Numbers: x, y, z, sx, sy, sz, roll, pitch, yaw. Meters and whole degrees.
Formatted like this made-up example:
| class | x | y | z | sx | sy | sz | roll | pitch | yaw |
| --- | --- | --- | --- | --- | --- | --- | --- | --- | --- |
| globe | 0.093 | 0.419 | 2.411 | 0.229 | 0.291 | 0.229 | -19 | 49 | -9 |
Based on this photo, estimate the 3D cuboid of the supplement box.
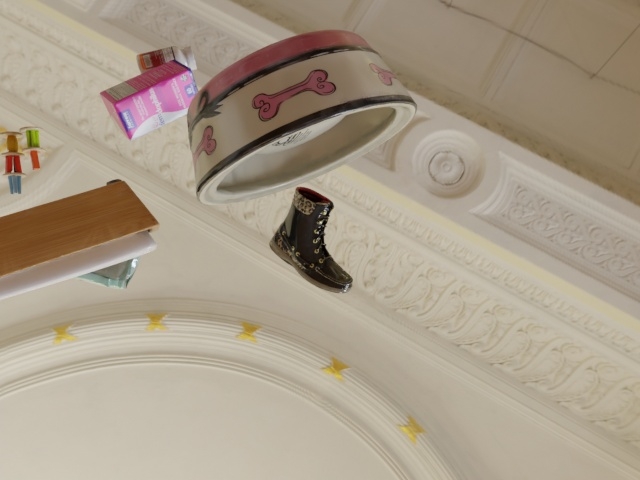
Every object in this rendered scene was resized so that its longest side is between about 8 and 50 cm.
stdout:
| class | x | y | z | sx | sy | sz | roll | pitch | yaw |
| --- | --- | --- | --- | --- | --- | --- | --- | --- | --- |
| supplement box | -0.434 | -0.365 | 1.457 | 0.220 | 0.111 | 0.114 | -32 | -137 | -19 |

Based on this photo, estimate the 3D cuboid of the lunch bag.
| class | x | y | z | sx | sy | sz | roll | pitch | yaw |
| --- | --- | --- | --- | --- | --- | --- | --- | --- | --- |
| lunch bag | -0.536 | 0.019 | 1.313 | 0.223 | 0.262 | 0.160 | 17 | -73 | -13 |

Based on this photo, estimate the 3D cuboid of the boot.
| class | x | y | z | sx | sy | sz | roll | pitch | yaw |
| --- | --- | --- | --- | --- | --- | --- | --- | --- | --- |
| boot | -0.002 | 0.000 | 1.321 | 0.236 | 0.085 | 0.178 | 35 | -60 | 19 |

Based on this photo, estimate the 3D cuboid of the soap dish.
| class | x | y | z | sx | sy | sz | roll | pitch | yaw |
| --- | --- | --- | --- | --- | --- | --- | --- | --- | --- |
| soap dish | -0.404 | 0.002 | 0.881 | 0.291 | 0.229 | 0.118 | -20 | -86 | -16 |

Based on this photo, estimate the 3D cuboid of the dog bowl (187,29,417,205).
| class | x | y | z | sx | sy | sz | roll | pitch | yaw |
| --- | --- | --- | --- | --- | --- | --- | --- | --- | --- |
| dog bowl | -0.048 | -0.208 | 0.983 | 0.408 | 0.408 | 0.150 | -22 | -93 | -4 |

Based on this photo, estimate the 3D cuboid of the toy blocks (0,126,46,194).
| class | x | y | z | sx | sy | sz | roll | pitch | yaw |
| --- | --- | --- | --- | --- | --- | --- | --- | --- | --- |
| toy blocks | -0.709 | -0.189 | 1.346 | 0.123 | 0.054 | 0.148 | -6 | -91 | 22 |

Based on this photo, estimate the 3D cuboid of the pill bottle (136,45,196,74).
| class | x | y | z | sx | sy | sz | roll | pitch | yaw |
| --- | --- | --- | --- | --- | --- | --- | --- | --- | --- |
| pill bottle | -0.428 | -0.492 | 1.570 | 0.152 | 0.086 | 0.086 | -16 | -103 | -8 |
